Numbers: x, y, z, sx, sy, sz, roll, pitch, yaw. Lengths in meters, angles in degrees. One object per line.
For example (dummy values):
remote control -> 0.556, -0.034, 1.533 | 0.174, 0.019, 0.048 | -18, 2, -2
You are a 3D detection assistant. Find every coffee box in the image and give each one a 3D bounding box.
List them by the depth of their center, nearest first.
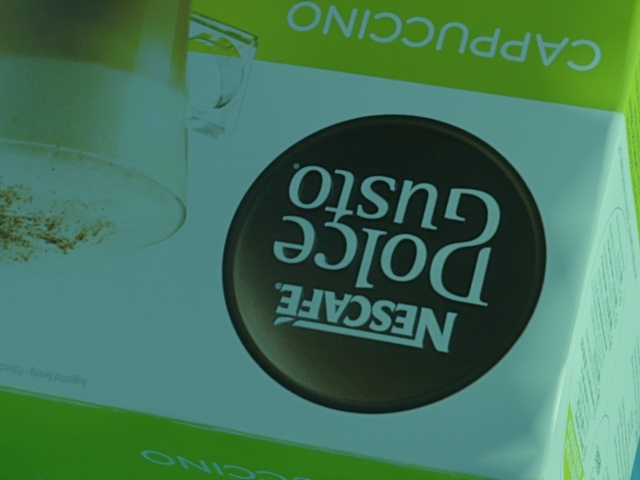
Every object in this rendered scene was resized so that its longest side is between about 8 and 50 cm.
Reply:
coffee box -> 0.000, 0.000, 0.893 | 0.338, 0.338, 0.334 | 66, 36, -62
